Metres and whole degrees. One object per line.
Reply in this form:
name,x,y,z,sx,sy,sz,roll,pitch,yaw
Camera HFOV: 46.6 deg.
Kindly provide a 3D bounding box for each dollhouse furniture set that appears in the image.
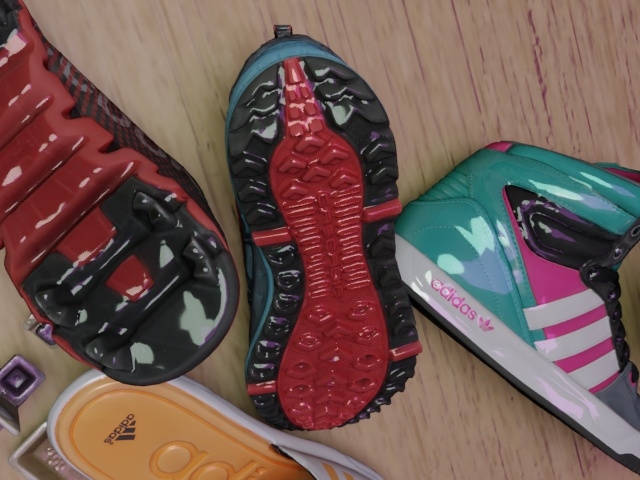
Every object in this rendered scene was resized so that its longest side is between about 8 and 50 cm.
dollhouse furniture set,-0.139,0.105,0.409,0.091,0.081,0.114,-46,110,-13

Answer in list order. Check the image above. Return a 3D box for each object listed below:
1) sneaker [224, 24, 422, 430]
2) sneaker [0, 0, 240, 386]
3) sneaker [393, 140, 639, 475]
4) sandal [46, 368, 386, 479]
sneaker,0.000,0.000,0.448,0.104,0.125,0.261,-5,123,-7
sneaker,-0.144,-0.044,0.389,0.098,0.135,0.276,-42,86,-2
sneaker,0.190,0.032,0.529,0.296,0.124,0.178,39,89,-20
sandal,-0.041,0.162,0.428,0.102,0.076,0.265,-47,126,7
